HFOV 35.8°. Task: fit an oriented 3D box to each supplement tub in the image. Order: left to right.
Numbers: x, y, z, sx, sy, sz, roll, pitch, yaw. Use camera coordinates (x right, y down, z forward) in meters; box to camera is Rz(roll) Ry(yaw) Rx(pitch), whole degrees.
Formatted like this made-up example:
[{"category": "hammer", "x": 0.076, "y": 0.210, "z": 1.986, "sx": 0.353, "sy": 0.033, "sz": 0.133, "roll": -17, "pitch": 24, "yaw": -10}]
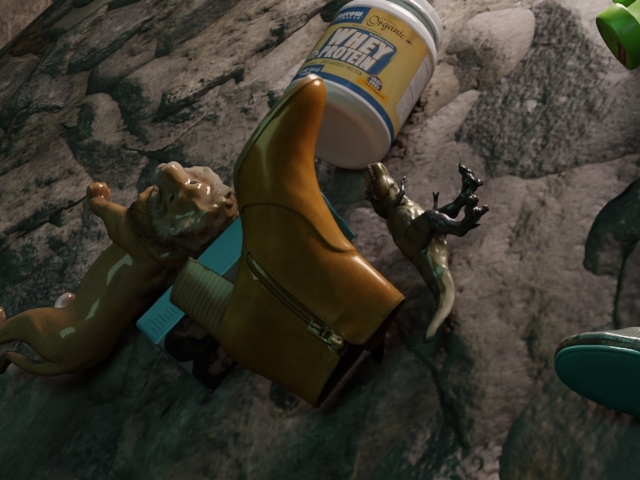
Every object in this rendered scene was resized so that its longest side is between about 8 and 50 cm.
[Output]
[{"category": "supplement tub", "x": 0.055, "y": -0.202, "z": 1.212, "sx": 0.144, "sy": 0.144, "sz": 0.199, "roll": 2, "pitch": 53, "yaw": 44}]

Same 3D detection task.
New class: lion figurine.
[{"category": "lion figurine", "x": -0.267, "y": 0.059, "z": 1.262, "sx": 0.240, "sy": 0.142, "sz": 0.392, "roll": 35, "pitch": 92, "yaw": 47}]

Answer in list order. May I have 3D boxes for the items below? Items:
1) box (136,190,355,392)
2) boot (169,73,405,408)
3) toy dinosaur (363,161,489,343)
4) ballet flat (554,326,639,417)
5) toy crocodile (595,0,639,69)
[{"category": "box", "x": -0.081, "y": 0.043, "z": 1.106, "sx": 0.244, "sy": 0.100, "sz": 0.060, "roll": -47, "pitch": 36, "yaw": -10}, {"category": "boot", "x": -0.001, "y": 0.001, "z": 0.998, "sx": 0.211, "sy": 0.104, "sz": 0.295, "roll": 29, "pitch": 90, "yaw": 17}, {"category": "toy dinosaur", "x": 0.119, "y": -0.014, "z": 1.021, "sx": 0.118, "sy": 0.064, "sz": 0.268, "roll": -45, "pitch": 33, "yaw": 19}, {"category": "ballet flat", "x": 0.287, "y": 0.099, "z": 0.737, "sx": 0.221, "sy": 0.077, "sz": 0.079, "roll": 8, "pitch": 38, "yaw": 42}, {"category": "toy crocodile", "x": 0.370, "y": -0.178, "z": 0.945, "sx": 0.115, "sy": 0.105, "sz": 0.340, "roll": -35, "pitch": 40, "yaw": 6}]
